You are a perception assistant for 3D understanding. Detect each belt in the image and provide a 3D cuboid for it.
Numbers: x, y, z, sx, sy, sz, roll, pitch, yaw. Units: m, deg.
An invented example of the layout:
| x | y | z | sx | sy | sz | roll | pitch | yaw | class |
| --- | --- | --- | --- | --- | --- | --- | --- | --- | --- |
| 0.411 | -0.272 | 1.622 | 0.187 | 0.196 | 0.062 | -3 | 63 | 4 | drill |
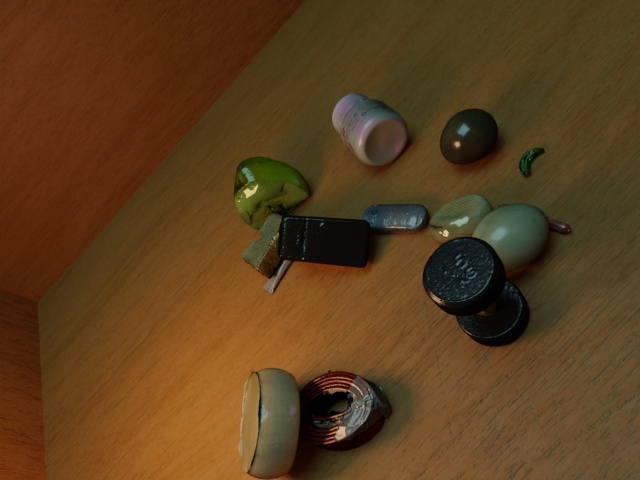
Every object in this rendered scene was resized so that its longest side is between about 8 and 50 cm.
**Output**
| x | y | z | sx | sy | sz | roll | pitch | yaw | class |
| --- | --- | --- | --- | --- | --- | --- | --- | --- | --- |
| 0.062 | 0.537 | 1.499 | 0.323 | 0.115 | 0.228 | -26 | 49 | 24 | belt |

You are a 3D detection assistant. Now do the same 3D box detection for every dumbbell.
| x | y | z | sx | sy | sz | roll | pitch | yaw | class |
| --- | --- | --- | --- | --- | --- | --- | --- | --- | --- |
| 0.436 | 0.149 | 1.302 | 0.203 | 0.322 | 0.204 | -21 | 50 | 27 | dumbbell |

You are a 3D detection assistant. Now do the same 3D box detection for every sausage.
| x | y | z | sx | sy | sz | roll | pitch | yaw | class |
| --- | --- | --- | --- | --- | --- | --- | --- | --- | --- |
| 0.666 | -0.072 | 1.477 | 0.253 | 0.034 | 0.034 | 29 | 82 | 47 | sausage |

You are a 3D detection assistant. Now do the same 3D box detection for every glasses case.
| x | y | z | sx | sy | sz | roll | pitch | yaw | class |
| --- | --- | --- | --- | --- | --- | --- | --- | --- | --- |
| 0.276 | -0.083 | 1.783 | 0.282 | 0.067 | 0.109 | 1 | 65 | 42 | glasses case |

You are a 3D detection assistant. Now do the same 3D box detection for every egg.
| x | y | z | sx | sy | sz | roll | pitch | yaw | class |
| --- | --- | --- | --- | --- | --- | --- | --- | --- | --- |
| 0.564 | -0.009 | 1.401 | 0.253 | 0.187 | 0.186 | -34 | 42 | -9 | egg |

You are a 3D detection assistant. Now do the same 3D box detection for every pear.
| x | y | z | sx | sy | sz | roll | pitch | yaw | class |
| --- | --- | --- | --- | --- | --- | --- | --- | --- | --- |
| -0.270 | -0.253 | 2.162 | 0.342 | 0.318 | 0.239 | -31 | 51 | 20 | pear |

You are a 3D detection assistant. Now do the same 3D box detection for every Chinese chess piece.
| x | y | z | sx | sy | sz | roll | pitch | yaw | class |
| --- | --- | --- | --- | --- | --- | --- | --- | --- | --- |
| -0.170 | 0.588 | 1.529 | 0.338 | 0.140 | 0.339 | -172 | 90 | -72 | Chinese chess piece |

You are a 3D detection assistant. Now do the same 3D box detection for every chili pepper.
| x | y | z | sx | sy | sz | roll | pitch | yaw | class |
| --- | --- | --- | --- | --- | --- | --- | --- | --- | --- |
| 0.702 | -0.267 | 1.584 | 0.055 | 0.035 | 0.118 | 30 | 73 | 34 | chili pepper |

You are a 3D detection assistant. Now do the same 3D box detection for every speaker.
| x | y | z | sx | sy | sz | roll | pitch | yaw | class |
| --- | --- | --- | --- | --- | --- | --- | --- | --- | --- |
| 0.000 | 0.000 | 1.844 | 0.387 | 0.184 | 0.180 | 5 | 89 | 9 | speaker |

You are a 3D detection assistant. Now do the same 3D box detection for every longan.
| x | y | z | sx | sy | sz | roll | pitch | yaw | class |
| --- | --- | --- | --- | --- | --- | --- | --- | --- | --- |
| 0.529 | -0.371 | 1.687 | 0.212 | 0.198 | 0.198 | -33 | 46 | 14 | longan |

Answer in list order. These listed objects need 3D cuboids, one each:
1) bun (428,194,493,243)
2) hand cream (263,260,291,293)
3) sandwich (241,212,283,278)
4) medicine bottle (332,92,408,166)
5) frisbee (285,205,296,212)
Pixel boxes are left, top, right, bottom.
| x | y | z | sx | sy | sz | roll | pitch | yaw | class |
| --- | --- | --- | --- | --- | --- | --- | --- | --- | --- |
| 0.472 | -0.053 | 1.568 | 0.222 | 0.128 | 0.222 | -33 | 16 | 11 | bun |
| -0.177 | 0.136 | 2.033 | 0.067 | 0.042 | 0.195 | 31 | 88 | 39 | hand cream |
| -0.221 | 0.012 | 2.085 | 0.273 | 0.095 | 0.249 | -58 | 27 | -7 | sandwich |
| 0.199 | -0.477 | 1.990 | 0.241 | 0.241 | 0.302 | -43 | 43 | 8 | medicine bottle |
| -0.146 | -0.178 | 2.239 | 0.110 | 0.014 | 0.110 | -22 | 50 | 29 | frisbee |
